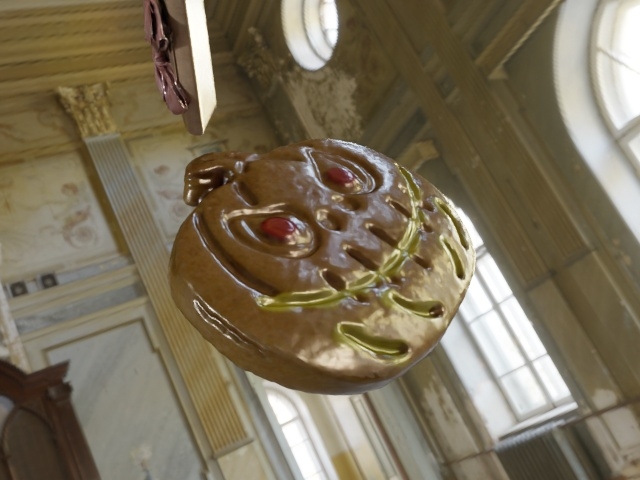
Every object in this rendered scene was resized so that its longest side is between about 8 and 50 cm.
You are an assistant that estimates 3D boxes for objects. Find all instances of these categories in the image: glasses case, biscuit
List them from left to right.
[{"bbox_3d":[-0.179,-0.220,0.832,0.070,0.102,0.194,2,-51,5],"label":"glasses case"},{"bbox_3d":[0.003,-0.007,0.775,0.394,0.350,0.070,-55,-8,-50],"label":"biscuit"}]
